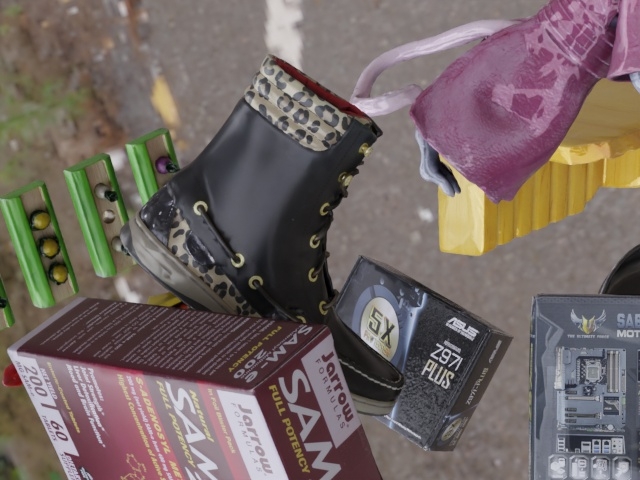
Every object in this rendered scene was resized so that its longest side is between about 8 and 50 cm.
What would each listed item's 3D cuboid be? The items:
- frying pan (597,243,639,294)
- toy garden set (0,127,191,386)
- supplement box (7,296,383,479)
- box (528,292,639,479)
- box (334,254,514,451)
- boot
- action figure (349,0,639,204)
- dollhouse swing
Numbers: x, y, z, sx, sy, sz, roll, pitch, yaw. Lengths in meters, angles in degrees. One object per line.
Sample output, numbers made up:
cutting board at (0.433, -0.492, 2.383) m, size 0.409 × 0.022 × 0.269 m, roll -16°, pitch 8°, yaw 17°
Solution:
frying pan at (0.346, 0.032, 1.464) m, size 0.053 × 0.197 × 0.326 m, roll -7°, pitch 74°, yaw 58°
toy garden set at (-0.204, 0.036, 1.329) m, size 0.049 × 0.244 × 0.203 m, roll 14°, pitch 125°, yaw 51°
supplement box at (-0.081, 0.114, 0.923) m, size 0.239 × 0.073 × 0.130 m, roll 2°, pitch 121°, yaw 44°
box at (0.286, 0.135, 1.190) m, size 0.059 × 0.233 × 0.183 m, roll 13°, pitch -103°, yaw -86°
box at (0.093, 0.123, 1.600) m, size 0.180 × 0.077 × 0.147 m, roll 31°, pitch 96°, yaw 27°
boot at (-0.001, 0.000, 1.041) m, size 0.236 × 0.178 × 0.085 m, roll 36°, pitch -169°, yaw -6°
action figure at (0.247, -0.206, 1.402) m, size 0.276 × 0.248 × 0.370 m, roll 35°, pitch 119°, yaw -15°
dollhouse swing at (0.403, -0.096, 2.185) m, size 0.305 × 0.347 × 0.315 m, roll 37°, pitch 140°, yaw 46°
